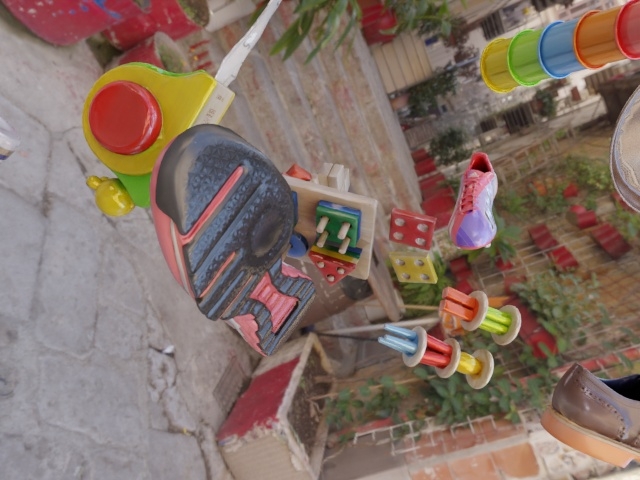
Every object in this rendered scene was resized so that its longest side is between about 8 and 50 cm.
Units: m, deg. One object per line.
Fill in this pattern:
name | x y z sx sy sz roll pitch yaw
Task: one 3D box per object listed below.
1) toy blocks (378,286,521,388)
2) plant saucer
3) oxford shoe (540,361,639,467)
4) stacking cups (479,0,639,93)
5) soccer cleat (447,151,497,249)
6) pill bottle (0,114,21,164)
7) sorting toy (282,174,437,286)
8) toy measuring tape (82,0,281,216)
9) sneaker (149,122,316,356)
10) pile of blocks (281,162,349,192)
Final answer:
toy blocks | 0.159 0.112 0.611 0.148 0.123 0.054 21 14 -13
plant saucer | 0.643 -0.186 0.837 0.050 0.310 0.311 -94 160 -62
oxford shoe | 0.540 0.292 0.755 0.130 0.363 0.133 -119 -133 -82
stacking cups | 0.366 -0.287 0.705 0.096 0.095 0.316 66 -14 -14
soccer cleat | 0.273 -0.072 0.863 0.248 0.082 0.095 -54 135 -51
pill bottle | -0.404 -0.074 0.491 0.094 0.169 0.094 44 -3 3
sorting toy | 0.000 0.000 0.552 0.132 0.274 0.046 90 21 -51
toy measuring tape | -0.147 -0.172 0.493 0.121 0.330 0.121 33 7 -5
sneaker | -0.100 0.011 0.447 0.136 0.116 0.314 29 -23 21
pile of blocks | -0.099 -0.087 0.956 0.149 0.362 0.113 41 -29 37
